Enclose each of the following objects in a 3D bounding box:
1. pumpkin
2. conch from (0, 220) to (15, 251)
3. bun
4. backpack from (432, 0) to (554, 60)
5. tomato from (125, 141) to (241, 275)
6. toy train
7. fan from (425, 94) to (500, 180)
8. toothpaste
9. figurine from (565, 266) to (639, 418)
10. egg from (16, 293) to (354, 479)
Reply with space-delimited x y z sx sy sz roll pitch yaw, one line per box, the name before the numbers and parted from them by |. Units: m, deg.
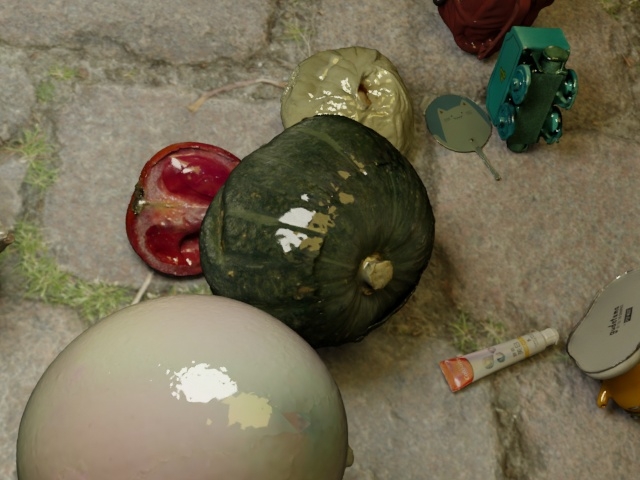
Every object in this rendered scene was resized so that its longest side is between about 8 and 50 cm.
pumpkin | 0.000 0.000 1.479 0.257 0.291 0.327 24 68 42
conch | -0.518 -0.018 1.396 0.297 0.210 0.352 34 100 19
bun | 0.048 -0.205 1.675 0.221 0.134 0.220 7 64 -15
backpack | 0.310 -0.413 1.809 0.229 0.229 0.138 -20 73 -23
tomato | -0.190 -0.051 1.557 0.173 0.099 0.189 13 99 -26
toy train | 0.334 -0.243 1.746 0.107 0.197 0.154 1 48 -13
fan | 0.242 -0.168 1.781 0.113 0.005 0.175 -24 71 -25
toothpaste | 0.264 0.168 1.595 0.190 0.031 0.048 -18 72 -20
figurine | 0.474 0.160 1.608 0.141 0.167 0.250 50 46 -13
egg | -0.125 0.226 1.225 0.355 0.340 0.354 11 71 -33
